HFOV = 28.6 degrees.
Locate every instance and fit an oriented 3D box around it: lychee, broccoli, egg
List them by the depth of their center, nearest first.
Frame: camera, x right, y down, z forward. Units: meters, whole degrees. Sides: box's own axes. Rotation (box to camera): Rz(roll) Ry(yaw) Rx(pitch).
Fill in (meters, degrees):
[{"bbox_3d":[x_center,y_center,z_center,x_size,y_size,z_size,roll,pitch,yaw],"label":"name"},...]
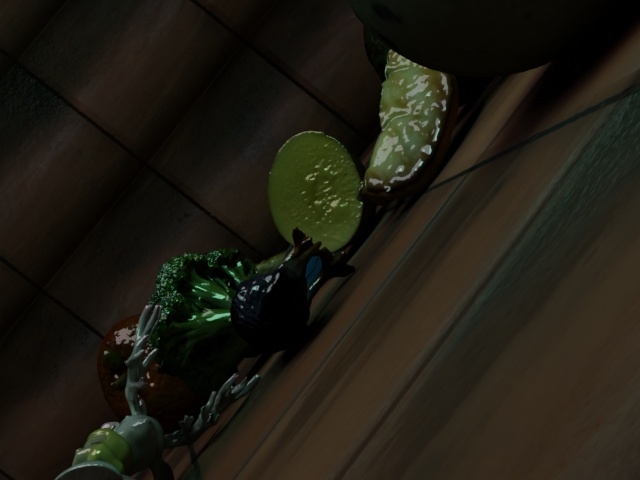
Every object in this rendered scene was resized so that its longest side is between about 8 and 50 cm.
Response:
[{"bbox_3d":[0.180,-0.347,1.338,0.345,0.345,0.428,-52,12,1],"label":"egg"},{"bbox_3d":[-0.152,0.120,2.100,0.269,0.254,0.269,-23,46,25],"label":"broccoli"},{"bbox_3d":[-0.333,0.266,2.514,0.300,0.255,0.255,-9,-33,-49],"label":"lychee"}]

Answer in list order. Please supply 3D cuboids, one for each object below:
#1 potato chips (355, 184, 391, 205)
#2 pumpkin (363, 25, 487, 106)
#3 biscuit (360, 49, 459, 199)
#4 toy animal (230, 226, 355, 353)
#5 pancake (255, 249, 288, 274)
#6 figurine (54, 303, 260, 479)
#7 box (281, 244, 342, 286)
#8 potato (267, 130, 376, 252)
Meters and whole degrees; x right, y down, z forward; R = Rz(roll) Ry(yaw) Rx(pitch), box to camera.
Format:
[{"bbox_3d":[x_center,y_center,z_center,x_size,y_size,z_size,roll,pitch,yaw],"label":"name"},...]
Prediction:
[{"bbox_3d":[0.122,-0.129,2.059,0.407,0.080,0.057,-67,-1,-71],"label":"potato chips"},{"bbox_3d":[0.175,-0.320,2.057,0.159,0.238,0.238,-45,7,40],"label":"pumpkin"},{"bbox_3d":[0.139,-0.187,1.839,0.154,0.045,0.299,-18,49,40],"label":"biscuit"},{"bbox_3d":[-0.055,0.082,1.804,0.185,0.122,0.298,-54,3,-32],"label":"toy animal"},{"bbox_3d":[-0.151,0.081,2.551,0.356,0.065,0.356,-20,1,1],"label":"pancake"},{"bbox_3d":[-0.254,0.293,1.873,0.284,0.206,0.316,-56,7,26],"label":"figurine"},{"bbox_3d":[0.000,0.001,2.303,0.139,0.073,0.194,-52,3,7],"label":"box"},{"bbox_3d":[0.021,-0.073,2.091,0.178,0.203,0.158,-44,-19,18],"label":"potato"}]
